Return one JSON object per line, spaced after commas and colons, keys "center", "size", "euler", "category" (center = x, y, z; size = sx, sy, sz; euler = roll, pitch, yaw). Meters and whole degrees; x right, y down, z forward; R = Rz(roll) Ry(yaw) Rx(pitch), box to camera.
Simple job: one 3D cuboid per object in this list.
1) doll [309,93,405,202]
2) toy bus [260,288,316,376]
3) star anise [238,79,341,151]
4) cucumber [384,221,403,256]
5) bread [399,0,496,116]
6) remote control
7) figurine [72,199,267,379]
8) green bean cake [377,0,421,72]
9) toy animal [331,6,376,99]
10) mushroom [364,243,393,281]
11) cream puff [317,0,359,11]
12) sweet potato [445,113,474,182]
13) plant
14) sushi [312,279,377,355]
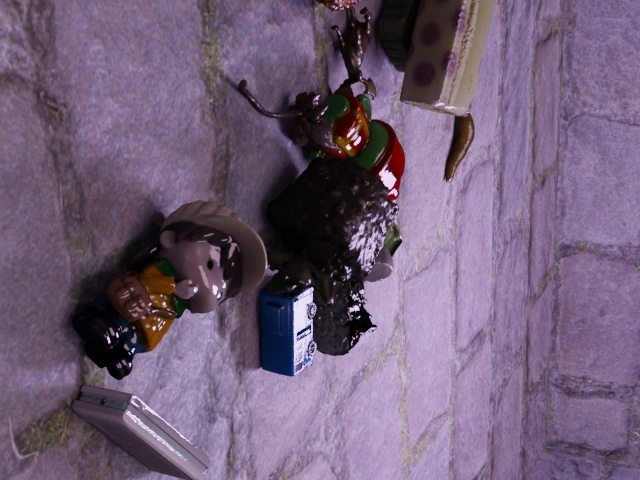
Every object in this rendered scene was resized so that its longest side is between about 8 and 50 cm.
{"center": [0.100, -0.177, 1.978], "size": [0.183, 0.160, 0.363], "euler": [-55, 146, -10], "category": "doll"}
{"center": [-0.069, 0.178, 1.844], "size": [0.106, 0.090, 0.185], "euler": [-24, 118, -55], "category": "toy bus"}
{"center": [-0.075, -0.233, 1.732], "size": [0.227, 0.148, 0.218], "euler": [-14, 148, -32], "category": "star anise"}
{"center": [0.127, 0.004, 2.170], "size": [0.115, 0.086, 0.193], "euler": [38, 54, -7], "category": "cucumber"}
{"center": [0.300, -0.471, 2.107], "size": [0.187, 0.155, 0.338], "euler": [10, 96, -51], "category": "bread"}
{"center": [-0.287, 0.319, 1.466], "size": [0.277, 0.102, 0.056], "euler": [59, 44, -49], "category": "remote control"}
{"center": [-0.249, 0.064, 1.445], "size": [0.332, 0.204, 0.185], "euler": [-30, 129, -21], "category": "figurine"}
{"center": [0.217, -0.524, 2.180], "size": [0.183, 0.094, 0.185], "euler": [52, 53, -54], "category": "green bean cake"}
{"center": [0.080, -0.404, 1.964], "size": [0.186, 0.093, 0.214], "euler": [76, 27, -49], "category": "toy animal"}
{"center": [0.090, 0.014, 1.967], "size": [0.116, 0.225, 0.093], "euler": [21, 116, -23], "category": "mushroom"}
{"center": [0.045, -0.582, 1.789], "size": [0.240, 0.164, 0.240], "euler": [-32, 129, -50], "category": "cream puff"}
{"center": [0.420, -0.285, 2.659], "size": [0.069, 0.059, 0.250], "euler": [19, 84, -41], "category": "sweet potato"}
{"center": [0.000, 0.000, 1.793], "size": [0.312, 0.215, 0.213], "euler": [-61, 142, -22], "category": "plant"}
{"center": [0.050, 0.148, 1.996], "size": [0.115, 0.147, 0.213], "euler": [-14, 104, -58], "category": "sushi"}
